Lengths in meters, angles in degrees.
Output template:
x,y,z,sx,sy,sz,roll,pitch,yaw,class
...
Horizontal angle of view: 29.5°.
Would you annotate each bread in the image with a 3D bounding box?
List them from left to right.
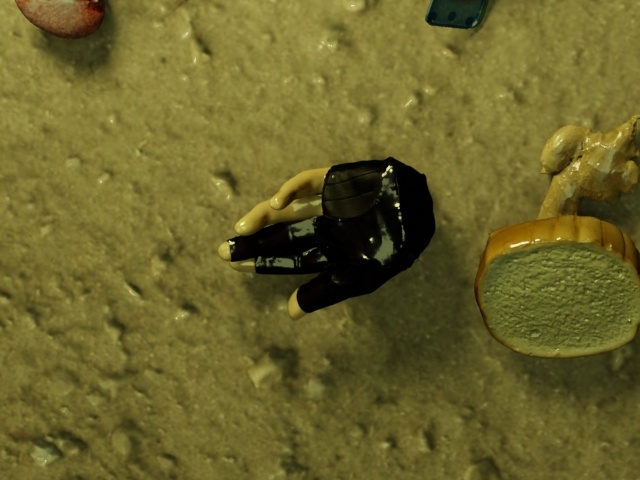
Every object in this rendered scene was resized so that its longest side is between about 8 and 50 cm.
x,y,z,sx,sy,sz,roll,pitch,yaw,class
0.317,0.062,1.612,0.236,0.070,0.236,4,129,5,bread

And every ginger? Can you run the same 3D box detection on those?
x,y,z,sx,sy,sz,roll,pitch,yaw,class
0.355,-0.063,1.612,0.133,0.059,0.214,5,105,9,ginger

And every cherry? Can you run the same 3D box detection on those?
x,y,z,sx,sy,sz,roll,pitch,yaw,class
-0.288,-0.318,1.597,0.225,0.090,0.107,-1,95,-3,cherry

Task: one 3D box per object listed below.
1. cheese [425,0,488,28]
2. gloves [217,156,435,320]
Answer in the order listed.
x,y,z,sx,sy,sz,roll,pitch,yaw,class
0.209,-0.394,1.503,0.189,0.074,0.286,0,124,-33,cheese
0.007,-0.001,1.623,0.301,0.152,0.197,-10,84,16,gloves
